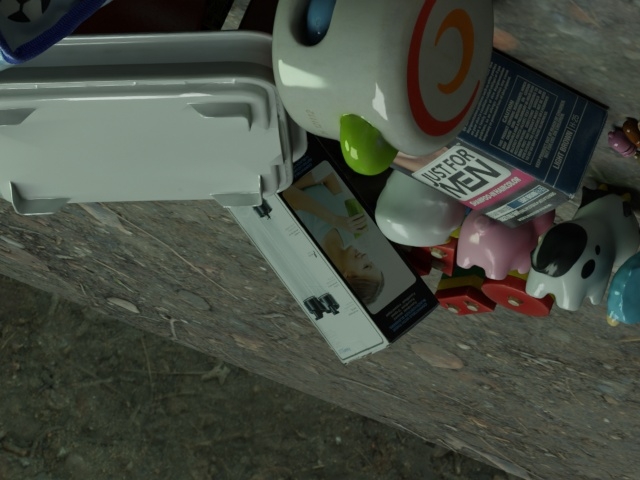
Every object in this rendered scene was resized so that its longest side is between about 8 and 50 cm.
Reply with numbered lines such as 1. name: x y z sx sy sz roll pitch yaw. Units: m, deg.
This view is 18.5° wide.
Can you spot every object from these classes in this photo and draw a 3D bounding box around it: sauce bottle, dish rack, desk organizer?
1. sauce bottle: -0.115 -0.219 1.943 0.042 0.128 0.042 20 164 6
2. dish rack: -0.181 -0.099 1.838 0.332 0.072 0.285 -2 156 2
3. desk organizer: -0.025 -0.227 1.788 0.050 0.130 0.047 6 156 42

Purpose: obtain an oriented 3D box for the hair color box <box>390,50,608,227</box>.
1. hair color box: 0.089 -0.143 1.949 0.347 0.105 0.174 27 164 -9

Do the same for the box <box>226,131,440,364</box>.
1. box: 0.000 0.000 2.337 0.290 0.087 0.169 53 158 -1

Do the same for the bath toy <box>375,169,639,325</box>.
1. bath toy: 0.222 -0.026 2.119 0.348 0.129 0.151 20 -159 29

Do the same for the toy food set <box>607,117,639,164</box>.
1. toy food set: 0.321 -0.095 1.934 0.078 0.019 0.122 22 164 3

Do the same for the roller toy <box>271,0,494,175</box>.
1. roller toy: 0.052 -0.178 1.733 0.146 0.209 0.191 14 123 30

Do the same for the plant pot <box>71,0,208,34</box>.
1. plant pot: -0.265 -0.242 1.882 0.265 0.272 0.272 22 166 -25

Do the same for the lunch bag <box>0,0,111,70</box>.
1. lunch bag: -0.307 -0.331 1.529 0.385 0.239 0.328 58 153 -13

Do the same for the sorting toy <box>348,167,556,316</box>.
1. sorting toy: 0.168 0.012 2.374 0.257 0.089 0.255 30 163 -20
